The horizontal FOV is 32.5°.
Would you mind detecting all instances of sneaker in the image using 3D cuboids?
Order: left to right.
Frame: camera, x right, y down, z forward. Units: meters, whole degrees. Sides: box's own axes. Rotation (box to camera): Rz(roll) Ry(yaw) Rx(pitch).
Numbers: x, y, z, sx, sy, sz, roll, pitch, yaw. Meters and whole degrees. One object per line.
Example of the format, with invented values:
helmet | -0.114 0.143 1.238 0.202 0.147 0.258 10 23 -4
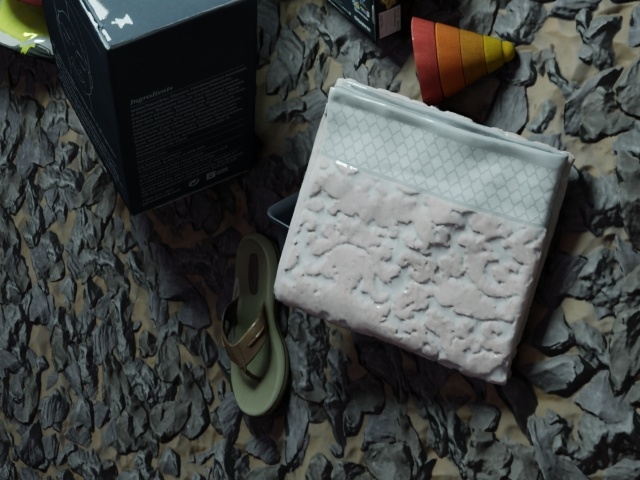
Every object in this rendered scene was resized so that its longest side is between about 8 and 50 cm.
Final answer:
sneaker | -0.579 -0.456 2.015 0.385 0.145 0.147 41 104 26

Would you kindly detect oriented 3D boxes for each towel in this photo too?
towel | 0.122 -0.011 1.387 0.332 0.053 0.317 20 108 19

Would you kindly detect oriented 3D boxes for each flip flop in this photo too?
flip flop | -0.108 0.127 1.646 0.112 0.080 0.277 2 91 41

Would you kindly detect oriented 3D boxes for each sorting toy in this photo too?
sorting toy | 0.175 -0.355 1.409 0.126 0.127 0.365 -6 83 12

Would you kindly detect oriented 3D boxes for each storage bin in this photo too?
storage bin | 0.000 0.000 1.555 0.135 0.098 0.091 29 136 37

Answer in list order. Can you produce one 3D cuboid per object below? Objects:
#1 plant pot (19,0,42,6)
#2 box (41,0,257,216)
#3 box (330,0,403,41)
plant pot | -0.448 -0.538 1.811 0.275 0.275 0.243 51 145 28
box | -0.248 -0.280 1.559 0.293 0.212 0.395 58 162 24
box | 0.029 -0.396 1.473 0.220 0.051 0.175 49 159 35
